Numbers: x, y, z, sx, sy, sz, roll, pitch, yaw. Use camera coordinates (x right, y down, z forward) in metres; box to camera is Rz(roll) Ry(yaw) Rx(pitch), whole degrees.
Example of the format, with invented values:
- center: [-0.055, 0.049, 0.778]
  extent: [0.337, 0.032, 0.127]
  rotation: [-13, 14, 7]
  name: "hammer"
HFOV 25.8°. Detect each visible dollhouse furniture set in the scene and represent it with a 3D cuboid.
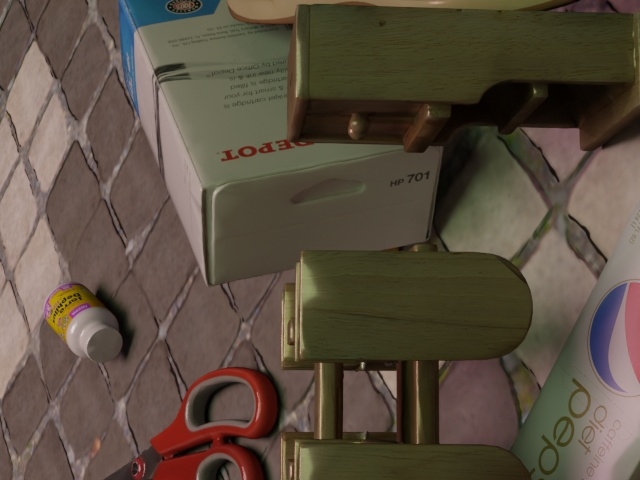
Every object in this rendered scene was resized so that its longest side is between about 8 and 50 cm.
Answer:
- center: [0.066, 0.023, 0.645]
  extent: [0.212, 0.161, 0.242]
  rotation: [118, 153, -82]
  name: "dollhouse furniture set"

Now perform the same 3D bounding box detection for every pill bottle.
- center: [-0.188, 0.067, 1.112]
  extent: [0.083, 0.043, 0.043]
  rotation: [34, 110, 52]
  name: "pill bottle"

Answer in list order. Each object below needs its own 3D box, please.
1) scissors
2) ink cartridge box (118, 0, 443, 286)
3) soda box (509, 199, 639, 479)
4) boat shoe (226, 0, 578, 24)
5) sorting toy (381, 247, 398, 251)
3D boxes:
- center: [-0.119, 0.154, 1.022]
  extent: [0.297, 0.021, 0.109]
  rotation: [-14, 74, 54]
  name: "scissors"
- center: [-0.029, -0.075, 0.822]
  extent: [0.082, 0.139, 0.191]
  rotation: [95, 158, -45]
  name: "ink cartridge box"
- center: [0.147, 0.074, 0.615]
  extent: [0.069, 0.074, 0.216]
  rotation: [46, 119, 49]
  name: "soda box"
- center: [0.062, -0.185, 0.700]
  extent: [0.342, 0.123, 0.123]
  rotation: [7, 122, 48]
  name: "boat shoe"
- center: [0.000, 0.000, 0.837]
  extent: [0.045, 0.075, 0.083]
  rotation: [-60, 40, 26]
  name: "sorting toy"
